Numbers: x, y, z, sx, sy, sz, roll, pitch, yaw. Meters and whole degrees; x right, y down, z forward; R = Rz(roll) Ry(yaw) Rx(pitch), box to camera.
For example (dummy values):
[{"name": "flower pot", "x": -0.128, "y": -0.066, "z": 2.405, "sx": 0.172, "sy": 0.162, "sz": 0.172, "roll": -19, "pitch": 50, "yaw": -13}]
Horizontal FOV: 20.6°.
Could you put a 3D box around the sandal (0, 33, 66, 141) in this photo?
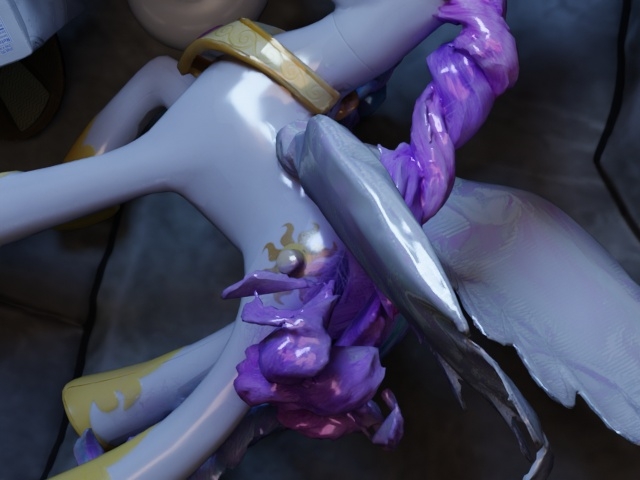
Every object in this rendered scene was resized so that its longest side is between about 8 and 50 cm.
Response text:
[{"name": "sandal", "x": -0.225, "y": -0.147, "z": 0.975, "sx": 0.219, "sy": 0.060, "sz": 0.090, "roll": 38, "pitch": 114, "yaw": 0}]

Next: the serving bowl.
[{"name": "serving bowl", "x": -0.070, "y": -0.147, "z": 0.972, "sx": 0.083, "sy": 0.027, "sz": 0.083, "roll": -1, "pitch": 83, "yaw": 7}]

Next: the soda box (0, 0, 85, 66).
[{"name": "soda box", "x": -0.274, "y": -0.099, "z": 0.913, "sx": 0.286, "sy": 0.098, "sz": 0.091, "roll": -20, "pitch": 107, "yaw": 16}]

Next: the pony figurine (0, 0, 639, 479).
[{"name": "pony figurine", "x": 0.000, "y": 0.000, "z": 0.843, "sx": 0.363, "sy": 0.303, "sz": 0.351, "roll": -37, "pitch": 70, "yaw": 17}]
